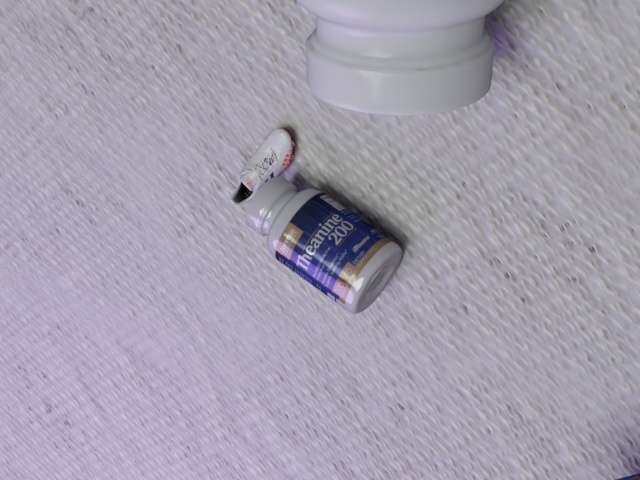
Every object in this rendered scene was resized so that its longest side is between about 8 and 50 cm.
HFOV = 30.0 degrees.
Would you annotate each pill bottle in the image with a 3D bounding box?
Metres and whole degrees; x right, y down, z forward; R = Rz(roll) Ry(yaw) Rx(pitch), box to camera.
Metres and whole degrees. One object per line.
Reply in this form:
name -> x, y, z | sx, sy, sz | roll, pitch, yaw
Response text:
pill bottle -> 0.050, -0.221, 0.745 | 0.153, 0.153, 0.264 | 17, 123, 30
pill bottle -> 0.000, 0.000, 0.959 | 0.120, 0.067, 0.067 | 35, 130, 17

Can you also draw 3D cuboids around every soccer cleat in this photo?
soccer cleat -> -0.049, -0.059, 0.986 | 0.029, 0.036, 0.083 | 45, 132, 9

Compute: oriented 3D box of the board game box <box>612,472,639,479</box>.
board game box -> 0.316, 0.306, 0.765 | 0.233, 0.078, 0.347 | -31, 78, 48
